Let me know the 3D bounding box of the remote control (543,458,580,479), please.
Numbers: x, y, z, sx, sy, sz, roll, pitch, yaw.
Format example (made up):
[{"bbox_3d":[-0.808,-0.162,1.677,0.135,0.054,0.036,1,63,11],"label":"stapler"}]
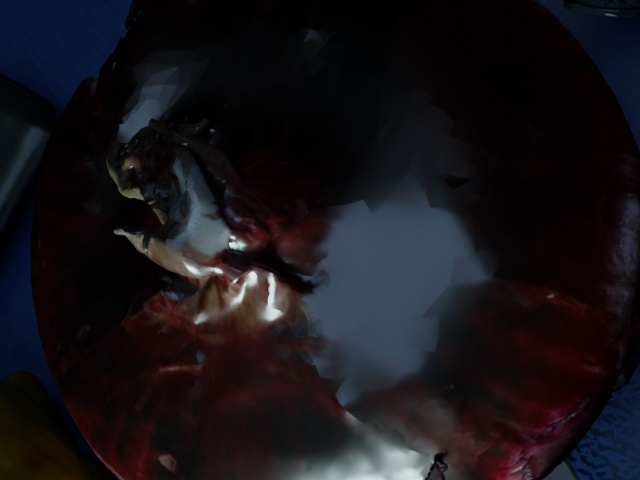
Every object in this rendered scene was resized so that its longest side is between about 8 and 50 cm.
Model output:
[{"bbox_3d":[0.050,0.188,0.789,0.229,0.044,0.073,-51,62,17],"label":"remote control"}]

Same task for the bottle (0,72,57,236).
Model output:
[{"bbox_3d":[-0.241,0.017,0.888,0.254,0.079,0.096,-61,33,6],"label":"bottle"}]

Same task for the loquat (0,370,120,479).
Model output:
[{"bbox_3d":[-0.197,0.170,0.783,0.243,0.244,0.244,-1,86,19],"label":"loquat"}]

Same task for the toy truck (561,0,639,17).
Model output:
[{"bbox_3d":[0.228,-0.153,0.657,0.268,0.155,0.124,8,88,-1],"label":"toy truck"}]

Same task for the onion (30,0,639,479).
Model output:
[{"bbox_3d":[0.000,0.000,0.718,0.313,0.232,0.314,-2,83,19],"label":"onion"}]
